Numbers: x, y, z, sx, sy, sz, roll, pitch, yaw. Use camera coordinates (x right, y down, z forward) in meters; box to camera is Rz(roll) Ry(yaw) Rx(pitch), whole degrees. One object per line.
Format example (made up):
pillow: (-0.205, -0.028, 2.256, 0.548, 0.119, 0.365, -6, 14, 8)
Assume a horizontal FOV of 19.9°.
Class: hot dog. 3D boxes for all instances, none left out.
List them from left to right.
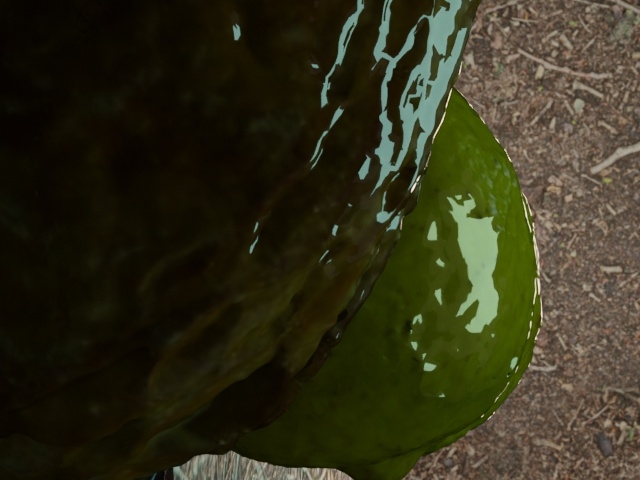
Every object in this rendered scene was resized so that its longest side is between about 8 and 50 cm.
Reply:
hot dog: (-0.075, -0.103, 0.657, 0.174, 0.267, 0.387, -4, 96, -41)

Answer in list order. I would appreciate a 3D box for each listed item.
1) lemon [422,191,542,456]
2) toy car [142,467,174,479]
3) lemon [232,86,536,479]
lemon: (0.046, 0.028, 1.454, 0.268, 0.268, 0.321, -74, 162, -60)
toy car: (-0.110, 0.173, 1.064, 0.205, 0.056, 0.095, -66, 157, -72)
lemon: (0.000, 0.000, 1.112, 0.253, 0.254, 0.310, -48, 118, -78)
